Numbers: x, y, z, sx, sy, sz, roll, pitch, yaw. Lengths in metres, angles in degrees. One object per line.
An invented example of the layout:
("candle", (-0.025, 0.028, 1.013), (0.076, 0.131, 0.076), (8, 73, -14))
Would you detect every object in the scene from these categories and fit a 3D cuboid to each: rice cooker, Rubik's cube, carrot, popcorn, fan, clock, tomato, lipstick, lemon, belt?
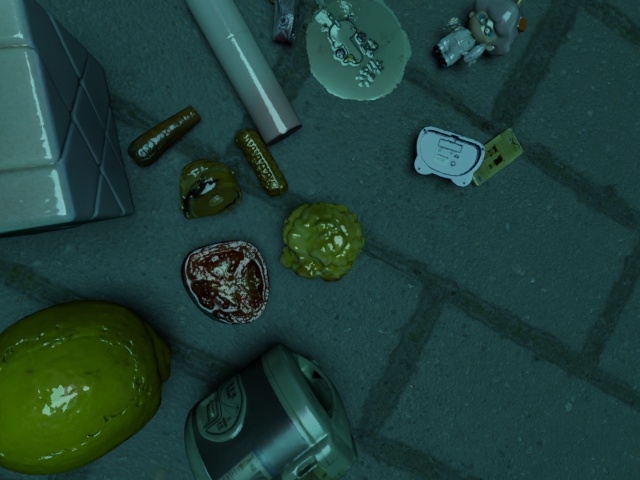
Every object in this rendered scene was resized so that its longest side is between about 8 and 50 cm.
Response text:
("rice cooker", (-0.085, 0.366, 0.782), (0.277, 0.288, 0.288), (-36, 99, -4))
("Rubik's cube", (-0.527, -0.161, 0.643), (0.316, 0.322, 0.318), (-10, 97, -8))
("carrot", (-0.313, -0.211, 0.816), (0.161, 0.055, 0.055), (-41, 100, -7))
("popcorn", (0.000, 0.000, 0.840), (0.180, 0.170, 0.179), (8, 53, -11))
("fan", (0.024, -0.483, 0.875), (0.233, 0.012, 0.414), (-45, 100, -4))
("clock", (0.280, -0.186, 0.913), (0.153, 0.050, 0.109), (18, 94, -1))
("tomato", (-0.192, 0.089, 0.842), (0.167, 0.082, 0.174), (-15, 92, -13))
("lipstick", (-0.153, -0.355, 0.814), (0.087, 0.087, 0.326), (-30, 99, -7))
("lemon", (-0.427, 0.246, 0.712), (0.298, 0.297, 0.296), (-1, 94, -10))
("belt", (-0.063, -0.514, 0.792), (0.053, 0.071, 0.231), (5, 127, -3))

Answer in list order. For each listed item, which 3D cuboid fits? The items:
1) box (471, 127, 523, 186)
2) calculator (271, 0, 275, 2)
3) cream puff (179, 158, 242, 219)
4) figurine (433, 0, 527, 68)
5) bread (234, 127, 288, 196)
("box", (0.406, -0.197, 0.962), (0.149, 0.020, 0.073), (-35, 98, -6))
("calculator", (-0.128, -0.597, 0.773), (0.157, 0.033, 0.236), (6, 131, -11))
("cream puff", (-0.227, -0.102, 0.810), (0.133, 0.119, 0.104), (-41, 67, 30))
("figurine", (0.360, -0.462, 0.893), (0.229, 0.112, 0.137), (-31, 91, 6))
("bread", (-0.123, -0.164, 0.855), (0.052, 0.044, 0.157), (-31, 98, -1))
